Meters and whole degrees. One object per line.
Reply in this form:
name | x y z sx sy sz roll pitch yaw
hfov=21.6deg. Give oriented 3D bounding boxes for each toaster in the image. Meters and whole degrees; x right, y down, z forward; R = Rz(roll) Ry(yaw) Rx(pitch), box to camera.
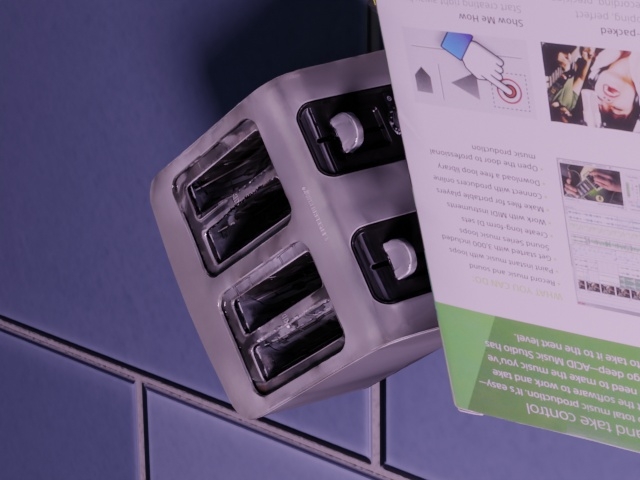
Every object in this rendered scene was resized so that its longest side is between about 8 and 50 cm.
toaster | 0.000 0.000 0.975 0.185 0.110 0.168 -34 74 48

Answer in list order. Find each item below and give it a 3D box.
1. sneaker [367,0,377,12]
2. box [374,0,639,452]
sneaker | 0.037 -0.164 0.947 0.035 0.031 0.083 12 109 47
box | 0.144 -0.039 0.735 0.232 0.058 0.322 12 128 34
